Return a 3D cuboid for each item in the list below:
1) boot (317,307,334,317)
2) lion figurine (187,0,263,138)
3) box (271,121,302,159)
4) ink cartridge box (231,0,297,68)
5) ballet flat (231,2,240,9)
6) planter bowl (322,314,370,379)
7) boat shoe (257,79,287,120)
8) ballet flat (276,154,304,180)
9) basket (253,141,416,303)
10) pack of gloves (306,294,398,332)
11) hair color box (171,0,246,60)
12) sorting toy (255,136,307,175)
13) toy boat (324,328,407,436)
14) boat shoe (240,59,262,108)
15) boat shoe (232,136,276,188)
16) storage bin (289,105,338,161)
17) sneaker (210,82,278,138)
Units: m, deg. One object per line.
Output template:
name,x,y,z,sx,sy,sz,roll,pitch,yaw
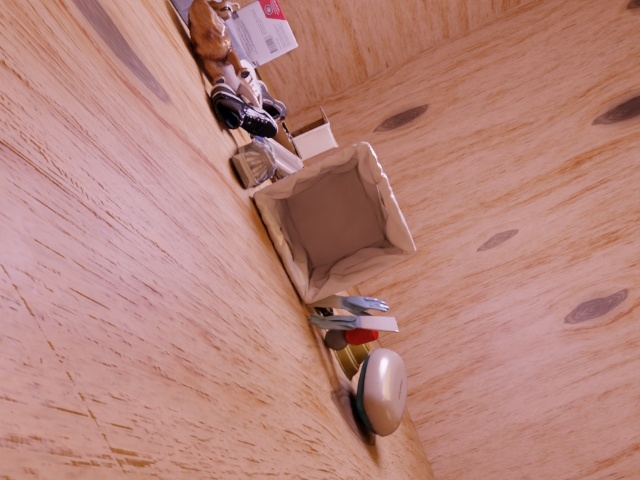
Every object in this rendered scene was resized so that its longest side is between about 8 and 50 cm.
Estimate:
boot,-0.003,0.170,1.604,0.099,0.045,0.121,56,7,-25
lion figurine,-0.270,-0.487,1.562,0.240,0.142,0.392,60,-12,26
box,-0.159,-0.396,2.176,0.201,0.021,0.164,16,-43,61
ink cartridge box,-0.246,-0.722,1.930,0.114,0.273,0.197,-109,173,-72
ballet flat,-0.393,-0.922,2.124,0.147,0.147,0.408,-95,159,-74
planter bowl,0.092,0.306,1.652,0.217,0.090,0.217,-24,90,-84
boat shoe,-0.232,-0.569,2.333,0.335,0.112,0.095,35,49,-69
ballet flat,-0.106,-0.223,2.020,0.106,0.107,0.316,26,33,-47
basket,0.039,-0.057,1.482,0.266,0.331,0.328,-90,155,-81
pack of gloves,0.077,0.204,1.437,0.195,0.232,0.046,-93,-172,-70
hair color box,-0.360,-0.708,1.606,0.374,0.114,0.185,58,9,-59
sorting toy,-0.130,-0.274,1.906,0.348,0.047,0.196,31,21,-39
toy boat,0.132,0.364,1.511,0.318,0.148,0.267,65,27,-20
boat shoe,-0.256,-0.536,1.923,0.277,0.098,0.096,53,13,-71
boat shoe,-0.157,-0.211,1.439,0.320,0.103,0.118,-87,153,-79
storage bin,-0.080,-0.463,2.423,0.260,0.262,0.123,-106,171,-57
sneaker,-0.202,-0.314,1.440,0.217,0.079,0.121,31,29,-32
